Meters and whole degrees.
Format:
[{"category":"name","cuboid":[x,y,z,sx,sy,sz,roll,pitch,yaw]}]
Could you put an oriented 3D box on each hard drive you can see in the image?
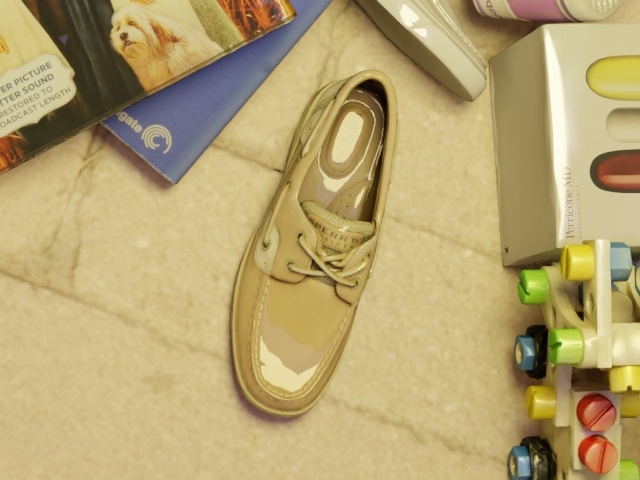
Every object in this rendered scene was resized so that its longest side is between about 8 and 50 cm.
[{"category":"hard drive","cuboid":[-0.099,-0.235,1.532,0.210,0.040,0.319,40,97,-5]}]

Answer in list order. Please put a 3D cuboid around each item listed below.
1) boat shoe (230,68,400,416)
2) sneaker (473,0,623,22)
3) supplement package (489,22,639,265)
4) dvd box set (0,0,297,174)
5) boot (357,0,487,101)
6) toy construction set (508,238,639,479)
[{"category":"boat shoe","cuboid":[0.000,0.000,1.549,0.109,0.098,0.302,19,81,-9]},{"category":"sneaker","cuboid":[0.227,-0.295,1.616,0.282,0.161,0.102,-49,123,-33]},{"category":"supplement package","cuboid":[0.270,-0.082,1.588,0.203,0.149,0.194,-2,85,-13]},{"category":"dvd box set","cuboid":[-0.249,-0.295,1.471,0.307,0.062,0.420,-27,98,5]},{"category":"boot","cuboid":[0.082,-0.250,1.594,0.123,0.095,0.258,-44,93,-6]},{"category":"toy construction set","cuboid":[0.219,0.150,1.505,0.151,0.215,0.328,14,97,-14]}]
